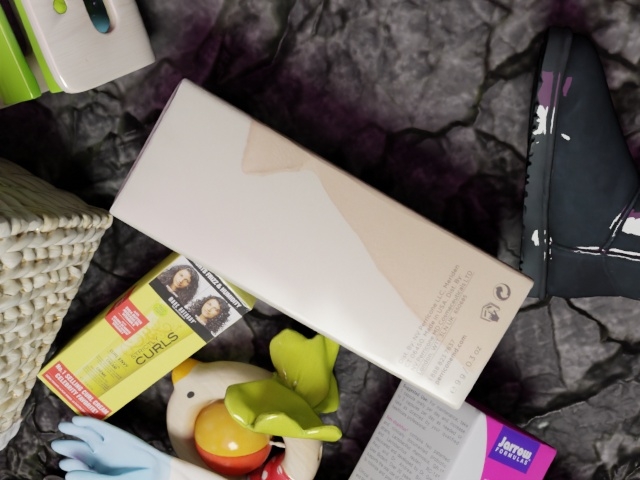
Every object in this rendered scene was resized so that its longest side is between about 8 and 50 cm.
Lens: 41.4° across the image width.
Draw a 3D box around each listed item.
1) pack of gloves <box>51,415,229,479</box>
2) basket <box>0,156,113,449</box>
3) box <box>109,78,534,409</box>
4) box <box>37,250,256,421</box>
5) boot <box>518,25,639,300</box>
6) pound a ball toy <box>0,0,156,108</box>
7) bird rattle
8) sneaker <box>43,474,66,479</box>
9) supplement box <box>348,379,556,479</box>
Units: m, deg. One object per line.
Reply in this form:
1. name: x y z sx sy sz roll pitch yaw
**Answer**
1. pack of gloves: -0.190 0.291 0.845 0.232 0.046 0.195 20 112 18
2. basket: -0.396 0.026 0.683 0.331 0.328 0.266 27 93 0
3. box: 0.000 0.000 0.704 0.311 0.148 0.121 30 94 -4
4. box: -0.170 0.087 0.833 0.232 0.058 0.087 -36 103 23
5. boot: 0.268 -0.049 0.673 0.207 0.094 0.246 3 120 13
6. pound a ball toy: -0.273 -0.274 0.680 0.208 0.136 0.319 -2 115 39
7. bird rattle: -0.054 0.202 0.853 0.207 0.143 0.253 11 128 18
8. sneaker: -0.213 0.277 0.918 0.212 0.080 0.094 -14 98 17
9. supplement box: 0.094 0.245 0.761 0.111 0.114 0.220 29 87 -32
